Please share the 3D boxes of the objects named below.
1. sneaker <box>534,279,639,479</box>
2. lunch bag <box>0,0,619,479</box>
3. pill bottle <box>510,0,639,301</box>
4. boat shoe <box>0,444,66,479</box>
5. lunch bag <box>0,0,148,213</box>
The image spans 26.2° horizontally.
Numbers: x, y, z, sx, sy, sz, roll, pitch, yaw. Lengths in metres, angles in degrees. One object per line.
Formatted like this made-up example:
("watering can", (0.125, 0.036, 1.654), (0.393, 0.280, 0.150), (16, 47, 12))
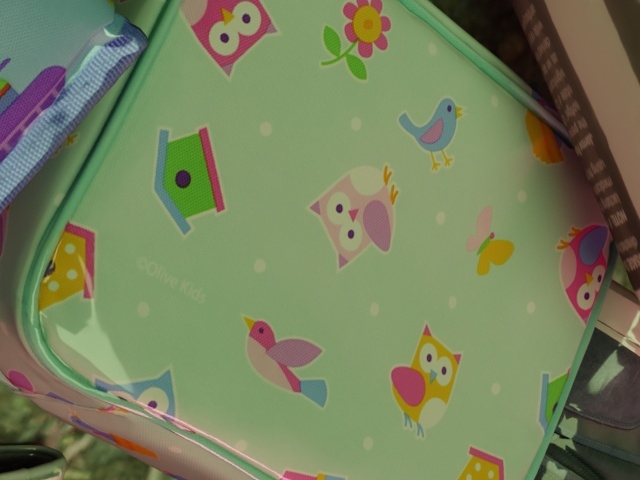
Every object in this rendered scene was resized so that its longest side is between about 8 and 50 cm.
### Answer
("sneaker", (0.152, 0.126, 0.720), (0.226, 0.086, 0.163), (33, 87, -44))
("lunch bag", (0.000, 0.000, 0.573), (0.279, 0.107, 0.224), (34, 70, -37))
("pill bottle", (0.187, -0.063, 0.552), (0.176, 0.176, 0.319), (-20, 84, -22))
("boat shoe", (-0.171, 0.100, 0.536), (0.184, 0.066, 0.063), (16, 88, -47))
("lunch bag", (-0.235, -0.029, 0.393), (0.221, 0.138, 0.293), (47, 68, -32))
